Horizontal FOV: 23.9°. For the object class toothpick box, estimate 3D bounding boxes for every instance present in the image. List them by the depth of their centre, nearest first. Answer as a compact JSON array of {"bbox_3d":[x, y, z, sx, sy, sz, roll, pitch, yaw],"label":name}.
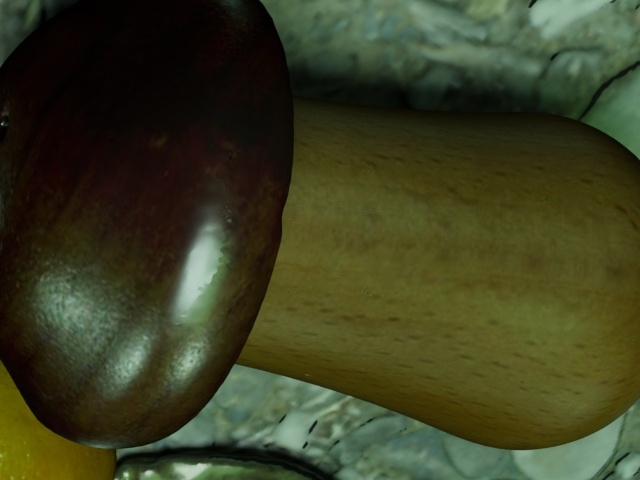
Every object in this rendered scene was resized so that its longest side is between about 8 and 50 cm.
[{"bbox_3d":[0.000,0.000,0.627,0.294,0.192,0.192,12,119,-29],"label":"toothpick box"}]

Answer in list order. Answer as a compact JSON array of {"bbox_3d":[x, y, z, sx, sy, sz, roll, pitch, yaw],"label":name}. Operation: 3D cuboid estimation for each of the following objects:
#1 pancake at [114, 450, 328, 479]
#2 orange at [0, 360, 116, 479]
[{"bbox_3d":[-0.066,0.216,0.843,0.250,0.031,0.250,-8,125,-11],"label":"pancake"},{"bbox_3d":[-0.169,0.106,0.676,0.156,0.124,0.156,-3,109,-10],"label":"orange"}]
